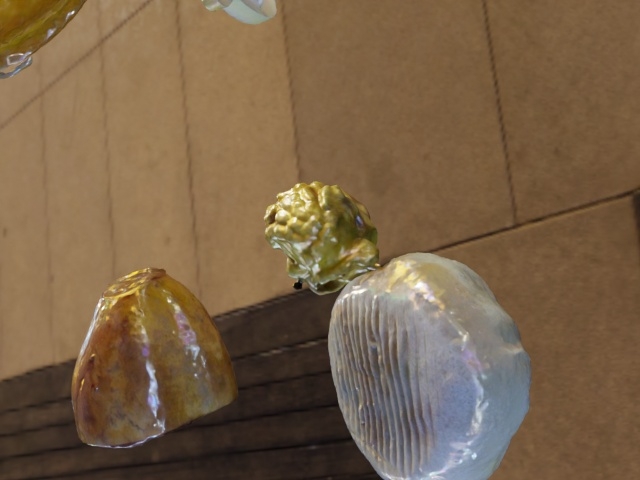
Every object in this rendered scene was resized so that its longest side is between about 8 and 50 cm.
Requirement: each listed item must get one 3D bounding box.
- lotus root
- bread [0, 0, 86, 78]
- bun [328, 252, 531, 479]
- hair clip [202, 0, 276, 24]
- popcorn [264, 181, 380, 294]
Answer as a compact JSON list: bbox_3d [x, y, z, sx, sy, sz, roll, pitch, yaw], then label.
[{"bbox_3d":[-0.220,0.133,1.186,0.188,0.199,0.179,5,113,53],"label":"lotus root"},{"bbox_3d":[-0.292,-0.271,0.646,0.204,0.337,0.358,-141,59,-65],"label":"bread"},{"bbox_3d":[0.159,0.186,1.421,0.362,0.211,0.361,29,126,52],"label":"bun"},{"bbox_3d":[-0.105,-0.314,1.111,0.071,0.218,0.159,-15,60,16],"label":"hair clip"},{"bbox_3d":[0.002,-0.001,1.672,0.169,0.218,0.189,-35,77,22],"label":"popcorn"}]
